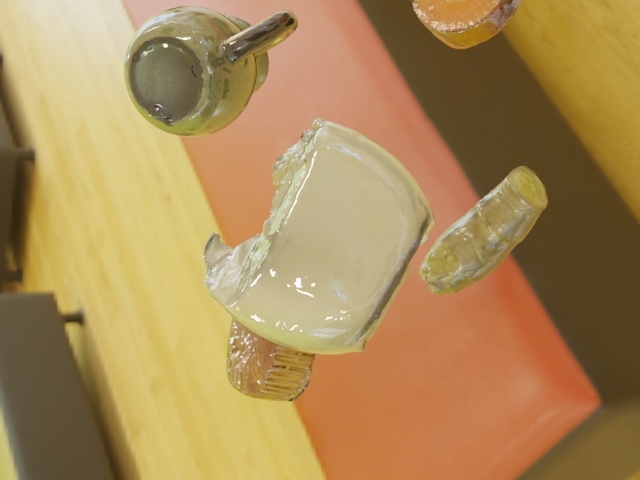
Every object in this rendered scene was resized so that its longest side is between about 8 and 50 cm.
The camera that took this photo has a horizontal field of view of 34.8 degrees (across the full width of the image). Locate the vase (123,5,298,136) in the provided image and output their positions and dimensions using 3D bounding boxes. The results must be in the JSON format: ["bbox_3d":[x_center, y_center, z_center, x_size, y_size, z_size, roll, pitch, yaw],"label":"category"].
[{"bbox_3d":[-0.184,-0.345,1.925,0.329,0.302,0.241,-23,98,26],"label":"vase"}]

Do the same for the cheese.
[{"bbox_3d":[0.000,0.000,1.196,0.266,0.233,0.127,-62,3,-16],"label":"cheese"}]

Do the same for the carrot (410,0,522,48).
[{"bbox_3d":[0.298,-0.515,2.037,0.258,0.100,0.307,-64,32,13],"label":"carrot"}]

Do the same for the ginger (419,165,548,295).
[{"bbox_3d":[0.277,-0.008,1.735,0.263,0.116,0.109,-49,23,26],"label":"ginger"}]

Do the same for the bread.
[{"bbox_3d":[-0.091,0.176,1.752,0.199,0.104,0.199,-26,59,52],"label":"bread"}]
